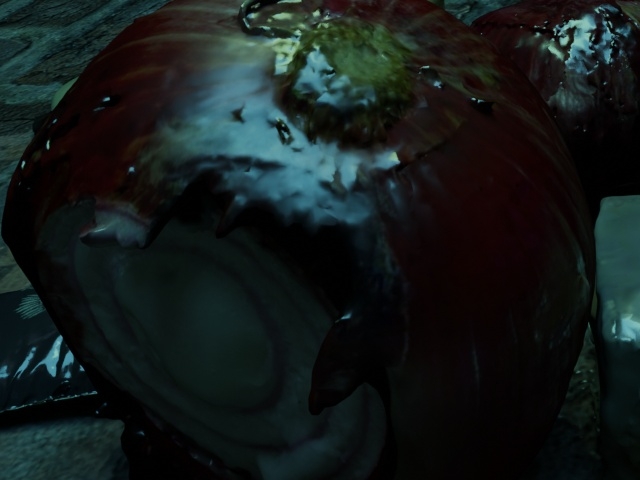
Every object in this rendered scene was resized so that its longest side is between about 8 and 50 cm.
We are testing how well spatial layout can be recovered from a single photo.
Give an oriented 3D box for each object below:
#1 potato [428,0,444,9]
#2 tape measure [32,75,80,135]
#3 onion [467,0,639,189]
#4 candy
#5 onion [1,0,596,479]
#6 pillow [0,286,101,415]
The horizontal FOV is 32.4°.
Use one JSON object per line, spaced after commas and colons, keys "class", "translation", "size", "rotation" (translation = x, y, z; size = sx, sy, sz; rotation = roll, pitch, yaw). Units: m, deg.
{"class": "potato", "translation": [0.069, -0.283, 1.358], "size": [0.161, 0.128, 0.235], "rotation": [-6, 29, 39]}
{"class": "tape measure", "translation": [-0.158, -0.102, 1.072], "size": [0.232, 0.132, 0.271], "rotation": [-14, 32, -11]}
{"class": "onion", "translation": [0.233, -0.153, 0.966], "size": [0.252, 0.219, 0.252], "rotation": [3, 21, -1]}
{"class": "candy", "translation": [0.253, 0.054, 0.670], "size": [0.195, 0.137, 0.184], "rotation": [-2, 29, 15]}
{"class": "onion", "translation": [-0.002, -0.006, 0.643], "size": [0.342, 0.341, 0.341], "rotation": [-6, 29, 3]}
{"class": "pillow", "translation": [-0.171, 0.074, 0.825], "size": [0.208, 0.055, 0.141], "rotation": [-7, 35, 4]}
